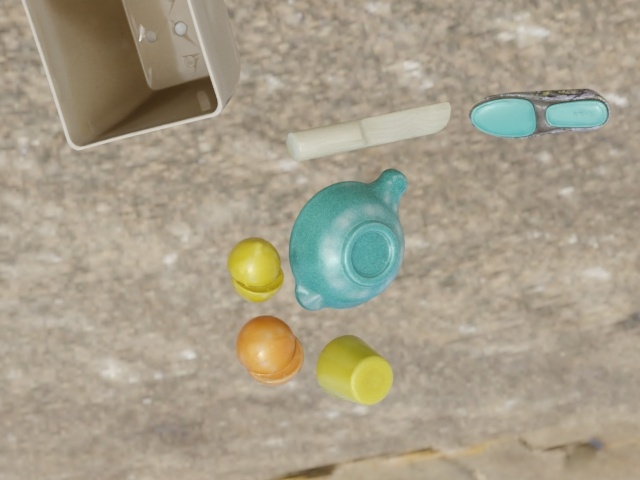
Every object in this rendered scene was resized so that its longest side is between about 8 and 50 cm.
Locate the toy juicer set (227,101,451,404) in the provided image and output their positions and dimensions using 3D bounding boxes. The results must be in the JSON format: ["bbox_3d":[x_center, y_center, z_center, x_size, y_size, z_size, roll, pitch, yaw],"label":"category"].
[{"bbox_3d":[0.000,0.000,1.227,0.209,0.329,0.089,9,-174,-31],"label":"toy juicer set"}]

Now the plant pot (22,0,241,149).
[{"bbox_3d":[-0.108,-0.131,0.774,0.109,0.109,0.096,-12,-167,20],"label":"plant pot"}]

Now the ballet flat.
[{"bbox_3d":[0.181,-0.107,1.000,0.114,0.041,0.041,0,158,12],"label":"ballet flat"}]
